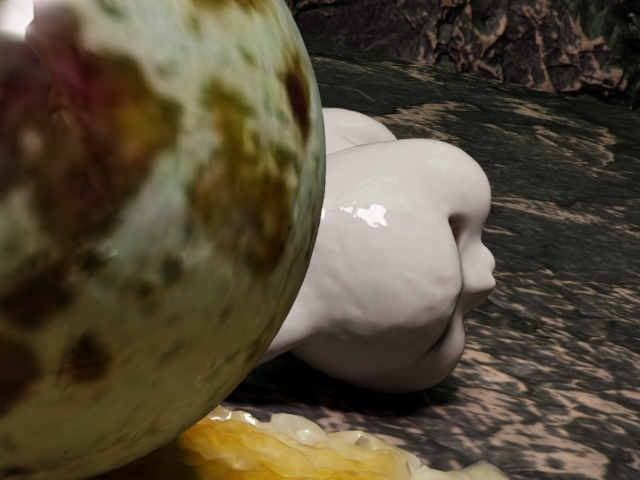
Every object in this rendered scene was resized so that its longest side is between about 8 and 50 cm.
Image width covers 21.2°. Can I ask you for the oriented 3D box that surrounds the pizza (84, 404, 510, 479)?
[{"bbox_3d":[-0.119,0.106,0.430,0.392,0.080,0.435,14,12,17],"label":"pizza"}]

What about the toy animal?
[{"bbox_3d":[-0.007,0.001,0.866,0.179,0.127,0.193,7,14,-3],"label":"toy animal"}]

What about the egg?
[{"bbox_3d":[-0.083,-0.021,0.459,0.169,0.169,0.231,9,1,-3],"label":"egg"}]
